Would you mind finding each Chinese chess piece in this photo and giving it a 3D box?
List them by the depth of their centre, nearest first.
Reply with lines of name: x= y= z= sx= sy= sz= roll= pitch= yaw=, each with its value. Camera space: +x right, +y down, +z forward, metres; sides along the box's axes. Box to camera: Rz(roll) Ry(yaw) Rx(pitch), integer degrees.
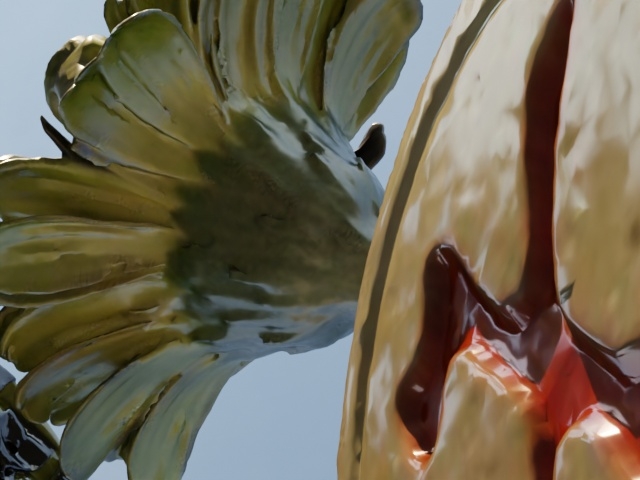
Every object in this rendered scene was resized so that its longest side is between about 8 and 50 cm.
Chinese chess piece: x=0.118 y=0.046 z=0.520 sx=0.338 sy=0.141 sz=0.338 roll=-169 pitch=-90 yaw=-71

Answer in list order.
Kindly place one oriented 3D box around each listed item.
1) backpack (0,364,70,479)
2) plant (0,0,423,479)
backpack: x=-0.242 y=0.164 z=0.958 sx=0.140 sy=0.253 sz=0.207 roll=-25 pitch=-77 yaw=49
plant: x=-0.010 y=-0.018 z=0.935 sx=0.297 sy=0.261 sz=0.305 roll=5 pitch=-67 yaw=10
